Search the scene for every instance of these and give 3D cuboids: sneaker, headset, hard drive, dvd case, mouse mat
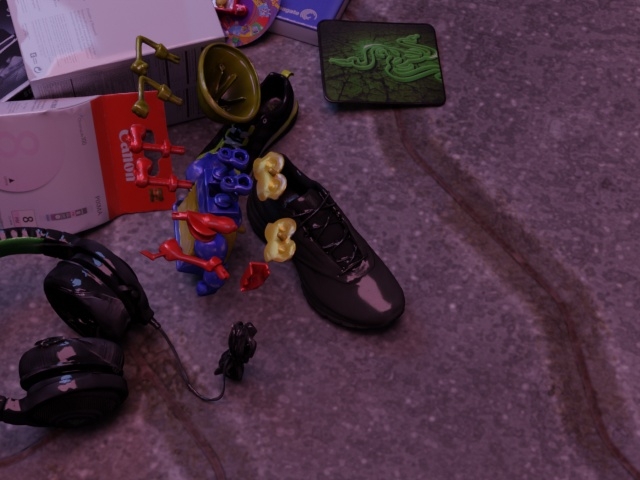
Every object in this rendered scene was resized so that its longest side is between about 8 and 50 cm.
[{"bbox_3d":[0.000,0.000,1.315,0.109,0.130,0.286,-38,68,-22],"label":"sneaker"},{"bbox_3d":[-0.280,0.107,1.219,0.394,0.185,0.243,15,60,-10],"label":"headset"},{"bbox_3d":[-0.031,-0.469,1.640,0.210,0.040,0.318,19,61,11],"label":"hard drive"},{"bbox_3d":[-0.472,-0.300,1.549,0.179,0.029,0.239,40,68,20],"label":"dvd case"},{"bbox_3d":[0.092,-0.270,1.520,0.190,0.007,0.152,0,64,-12],"label":"mouse mat"},{"bbox_3d":[-0.114,-0.156,1.423,0.084,0.097,0.234,27,63,16],"label":"sneaker"}]

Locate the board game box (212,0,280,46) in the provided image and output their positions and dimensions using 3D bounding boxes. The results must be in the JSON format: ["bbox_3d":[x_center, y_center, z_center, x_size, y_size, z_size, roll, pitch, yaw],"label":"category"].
[{"bbox_3d":[-0.143,-0.384,1.537,0.133,0.033,0.168,-35,89,13],"label":"board game box"}]

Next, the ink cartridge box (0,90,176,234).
[{"bbox_3d":[-0.319,-0.099,1.338,0.232,0.189,0.066,-3,33,0],"label":"ink cartridge box"}]

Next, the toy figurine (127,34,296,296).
[{"bbox_3d":[-0.171,-0.059,1.297,0.191,0.217,0.362,2,57,-22],"label":"toy figurine"}]

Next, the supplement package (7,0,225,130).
[{"bbox_3d":[-0.287,-0.280,1.422,0.263,0.198,0.199,-16,68,-12],"label":"supplement package"}]
